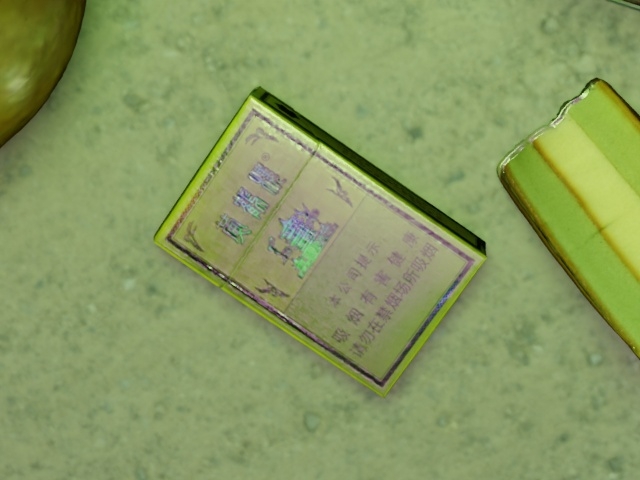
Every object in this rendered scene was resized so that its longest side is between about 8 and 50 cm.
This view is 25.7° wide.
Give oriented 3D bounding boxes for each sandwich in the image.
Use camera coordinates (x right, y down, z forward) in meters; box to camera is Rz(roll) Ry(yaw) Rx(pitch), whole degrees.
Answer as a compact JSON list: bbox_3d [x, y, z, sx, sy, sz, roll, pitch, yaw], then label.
[{"bbox_3d":[0.216,-0.014,1.001,0.117,0.187,0.144,-43,101,13],"label":"sandwich"}]

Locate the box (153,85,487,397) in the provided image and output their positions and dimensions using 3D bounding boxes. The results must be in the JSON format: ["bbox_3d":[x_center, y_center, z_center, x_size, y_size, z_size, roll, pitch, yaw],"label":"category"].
[{"bbox_3d":[0.000,0.000,1.085,0.220,0.064,0.141,33,104,-4],"label":"box"}]

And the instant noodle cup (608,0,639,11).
[{"bbox_3d":[0.293,-0.294,0.898,0.294,0.294,0.308,19,97,2],"label":"instant noodle cup"}]

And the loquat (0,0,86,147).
[{"bbox_3d":[-0.331,-0.170,0.942,0.328,0.359,0.328,6,127,8],"label":"loquat"}]
